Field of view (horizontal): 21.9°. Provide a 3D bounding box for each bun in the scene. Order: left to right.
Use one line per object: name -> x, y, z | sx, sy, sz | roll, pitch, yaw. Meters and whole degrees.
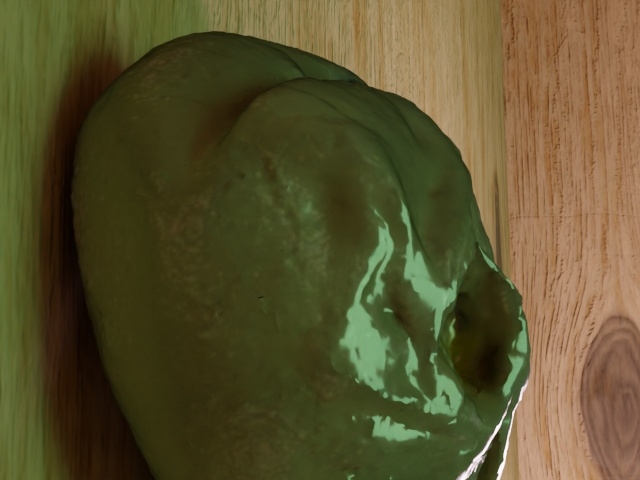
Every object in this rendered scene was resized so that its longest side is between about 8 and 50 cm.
bun -> 0.008, 0.030, 1.032 | 0.365, 0.219, 0.365 | 50, 30, -45

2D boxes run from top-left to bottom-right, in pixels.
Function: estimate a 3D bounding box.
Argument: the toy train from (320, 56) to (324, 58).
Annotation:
toy train -> 0.000, 0.000, 1.305 | 0.194, 0.120, 0.298 | -28, 101, -72
